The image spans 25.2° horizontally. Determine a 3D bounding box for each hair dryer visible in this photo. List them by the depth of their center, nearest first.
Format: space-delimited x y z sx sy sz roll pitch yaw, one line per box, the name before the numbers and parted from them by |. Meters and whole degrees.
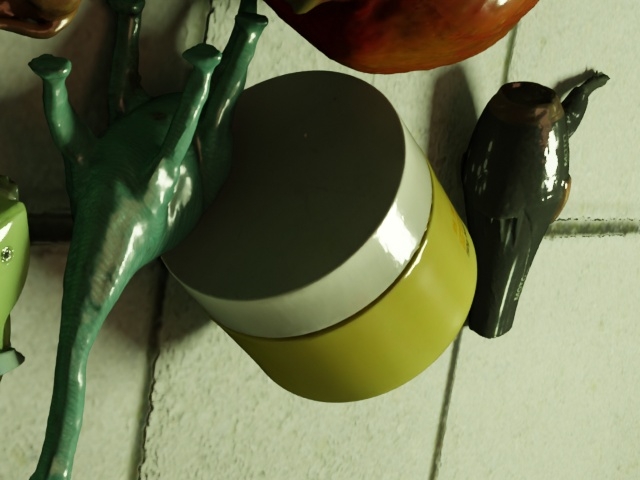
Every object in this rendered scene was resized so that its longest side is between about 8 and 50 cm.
hair dryer | 0.261 -0.084 1.617 0.359 0.120 0.303 -46 145 -46

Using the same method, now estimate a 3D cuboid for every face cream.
face cream | 0.000 0.000 1.173 0.218 0.218 0.179 -60 143 -19

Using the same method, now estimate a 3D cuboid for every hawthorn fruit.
hawthorn fruit | 0.070 -0.267 1.098 0.311 0.295 0.295 -33 135 -82

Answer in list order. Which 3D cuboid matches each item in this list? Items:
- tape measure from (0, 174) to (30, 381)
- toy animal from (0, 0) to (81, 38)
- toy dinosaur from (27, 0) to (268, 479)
tape measure | -0.269 0.069 0.928 0.200 0.106 0.175 -43 140 -50
toy animal | -0.181 -0.246 0.977 0.230 0.066 0.224 -3 86 -43
toy dinosaur | -0.130 -0.007 1.082 0.383 0.129 0.330 -49 149 -63
